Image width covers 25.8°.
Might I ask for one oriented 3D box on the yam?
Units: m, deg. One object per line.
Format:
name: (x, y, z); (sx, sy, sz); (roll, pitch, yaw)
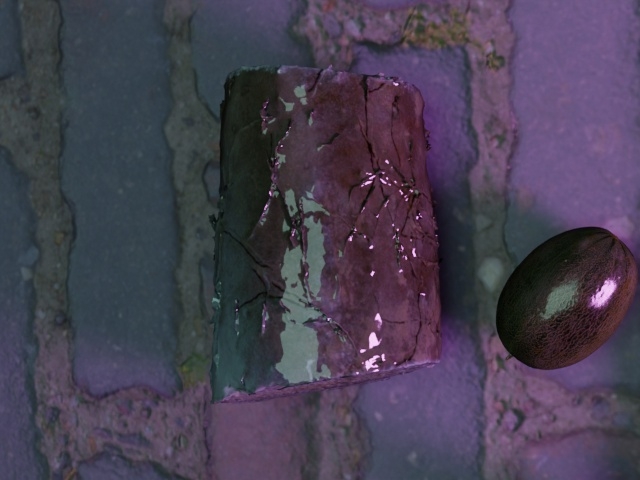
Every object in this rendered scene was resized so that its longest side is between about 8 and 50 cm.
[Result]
yam: (0.000, 0.000, 1.431); (0.241, 0.241, 0.348); (-1, 89, 25)

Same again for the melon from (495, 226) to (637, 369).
melon: (0.237, 0.061, 1.369); (0.167, 0.114, 0.114); (-47, 73, 16)
